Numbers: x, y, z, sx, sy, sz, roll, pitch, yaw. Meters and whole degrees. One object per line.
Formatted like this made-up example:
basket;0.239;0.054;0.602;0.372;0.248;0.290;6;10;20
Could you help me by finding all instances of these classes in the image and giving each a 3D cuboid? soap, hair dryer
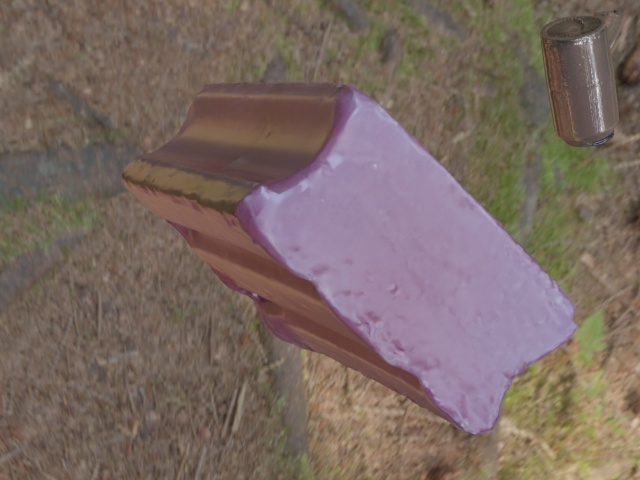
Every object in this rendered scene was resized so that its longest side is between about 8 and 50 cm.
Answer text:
soap;0.000;0.000;0.989;0.233;0.359;0.128;44;81;-20
hair dryer;0.266;-0.179;1.273;0.064;0.117;0.182;0;31;26
